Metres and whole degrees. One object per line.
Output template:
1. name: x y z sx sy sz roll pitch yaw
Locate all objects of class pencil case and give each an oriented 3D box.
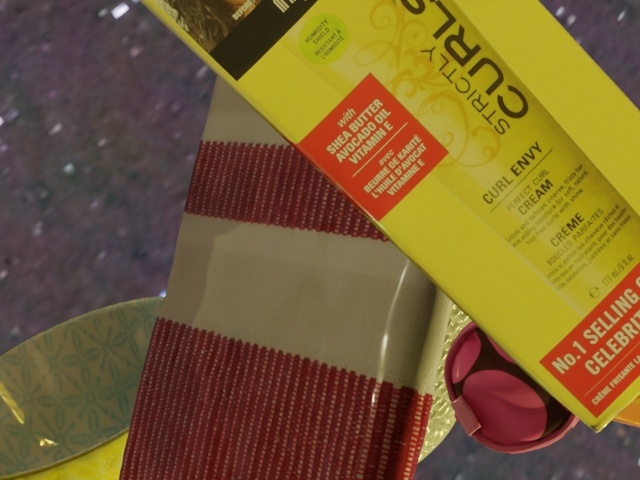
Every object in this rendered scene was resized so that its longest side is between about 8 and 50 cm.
1. pencil case: 0.138 0.053 1.140 0.098 0.209 0.095 -26 -86 29

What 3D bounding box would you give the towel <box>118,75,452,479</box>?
1. towel: 0.000 0.000 0.788 0.037 0.237 0.329 15 -93 -25

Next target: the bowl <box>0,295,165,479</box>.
1. bowl: -0.193 0.189 1.726 0.289 0.289 0.156 -11 -64 28

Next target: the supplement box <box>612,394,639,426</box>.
1. supplement box: 0.256 0.029 1.345 0.080 0.078 0.233 18 -49 -23

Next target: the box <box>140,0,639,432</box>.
1. box: 0.032 -0.046 0.597 0.087 0.058 0.232 -45 -66 1

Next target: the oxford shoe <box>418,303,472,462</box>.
1. oxford shoe: 0.048 -0.012 1.400 0.130 0.169 0.449 46 -37 35
